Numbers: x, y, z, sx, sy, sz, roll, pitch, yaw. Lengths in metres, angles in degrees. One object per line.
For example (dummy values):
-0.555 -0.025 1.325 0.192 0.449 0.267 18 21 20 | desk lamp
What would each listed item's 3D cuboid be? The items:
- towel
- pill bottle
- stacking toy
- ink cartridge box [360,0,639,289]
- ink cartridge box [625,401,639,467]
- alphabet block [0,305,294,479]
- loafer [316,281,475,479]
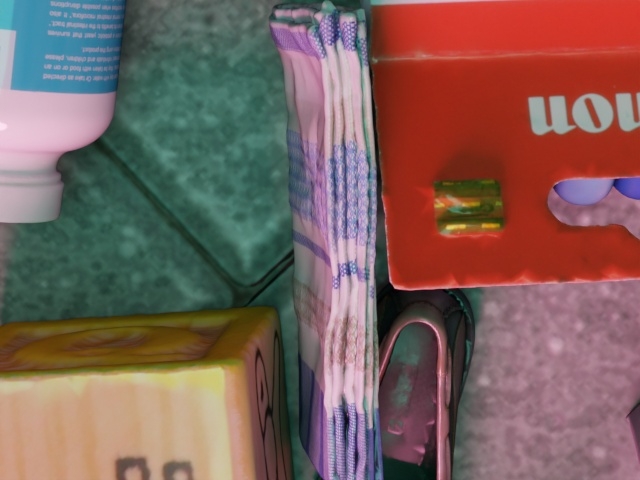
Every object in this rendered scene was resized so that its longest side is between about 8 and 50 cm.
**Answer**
0.000 0.000 1.150 0.034 0.209 0.285 -4 99 -9 | towel
-0.188 -0.147 1.179 0.146 0.146 0.264 7 98 5 | pill bottle
0.233 -0.081 1.157 0.330 0.141 0.141 1 98 2 | stacking toy
0.174 -0.174 1.074 0.308 0.091 0.385 -3 73 -5 | ink cartridge box
0.316 0.179 1.090 0.272 0.309 0.130 43 100 -2 | ink cartridge box
-0.118 0.155 1.193 0.193 0.192 0.197 -4 97 5 | alphabet block
0.040 0.156 1.228 0.096 0.084 0.267 8 98 5 | loafer
